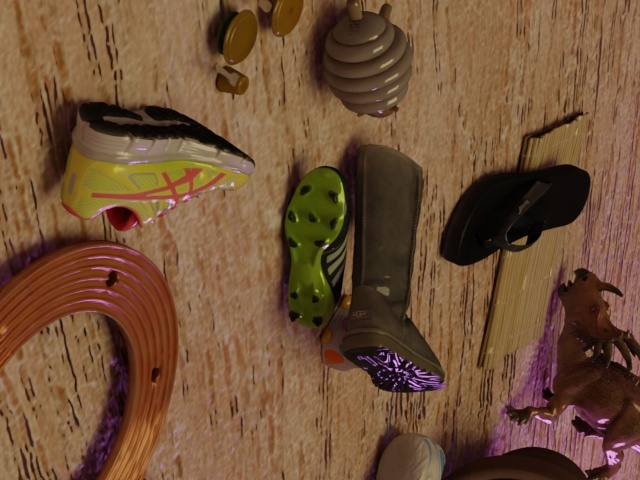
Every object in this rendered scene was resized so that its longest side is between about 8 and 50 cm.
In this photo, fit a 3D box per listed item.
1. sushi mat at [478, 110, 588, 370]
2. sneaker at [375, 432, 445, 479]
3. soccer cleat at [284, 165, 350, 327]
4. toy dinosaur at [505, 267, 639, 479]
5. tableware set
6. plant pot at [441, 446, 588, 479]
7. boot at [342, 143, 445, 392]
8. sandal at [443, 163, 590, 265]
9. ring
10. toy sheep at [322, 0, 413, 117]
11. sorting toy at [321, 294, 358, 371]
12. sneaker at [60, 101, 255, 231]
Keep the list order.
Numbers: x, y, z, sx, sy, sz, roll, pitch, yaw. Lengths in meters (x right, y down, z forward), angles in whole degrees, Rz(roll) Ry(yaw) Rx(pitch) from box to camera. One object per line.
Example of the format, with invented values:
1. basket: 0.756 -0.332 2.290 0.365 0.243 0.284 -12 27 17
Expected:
1. sushi mat: 0.259 0.002 2.290 0.151 0.019 0.316 -28 134 -52
2. sneaker: 0.079 0.333 2.137 0.086 0.085 0.237 32 81 -47
3. soccer cleat: 0.000 0.000 1.793 0.072 0.060 0.178 -56 157 -54
4. toy dinosaur: 0.380 0.198 2.438 0.200 0.296 0.127 -38 -162 31
5. tableware set: -0.049 -0.195 1.589 0.154 0.024 0.104 -66 156 -6
6. plant pot: 0.252 0.366 2.341 0.229 0.263 0.263 -43 148 -70
7. boot: 0.075 0.032 1.855 0.189 0.076 0.208 50 36 -60
8. sandal: 0.234 -0.033 2.151 0.254 0.054 0.097 -22 129 -42
9. ring: -0.229 0.155 1.519 0.336 0.032 0.336 -42 144 -40
10. toy sheep: 0.042 -0.165 1.708 0.091 0.091 0.132 -49 134 -31
11. sorting toy: 0.049 0.097 1.921 0.083 0.075 0.045 -60 152 -15
12. sneaker: -0.134 -0.052 1.493 0.208 0.081 0.094 5 113 -55
